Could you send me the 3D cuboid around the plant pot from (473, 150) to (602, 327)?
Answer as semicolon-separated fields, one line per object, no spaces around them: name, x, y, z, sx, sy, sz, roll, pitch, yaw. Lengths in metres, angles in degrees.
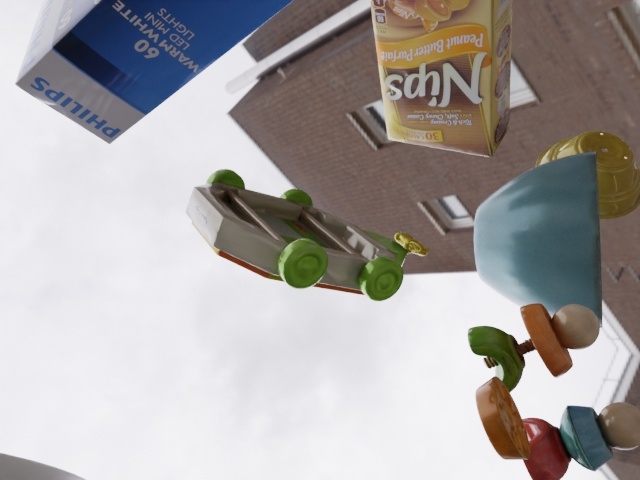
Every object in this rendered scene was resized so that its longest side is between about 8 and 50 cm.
plant pot;0.373;0.002;1.094;0.290;0.196;0.289;-2;-90;-66

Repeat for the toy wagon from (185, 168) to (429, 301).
toy wagon;0.000;0.000;0.860;0.345;0.267;0.068;13;-73;-35

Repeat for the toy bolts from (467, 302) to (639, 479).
toy bolts;0.309;0.208;0.808;0.228;0.159;0.218;59;-158;-12

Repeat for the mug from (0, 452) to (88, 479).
mug;-0.417;0.462;0.801;0.374;0.276;0.327;27;-108;-37

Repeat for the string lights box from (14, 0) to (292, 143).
string lights box;-0.072;-0.185;0.398;0.077;0.260;0.133;35;-141;-40

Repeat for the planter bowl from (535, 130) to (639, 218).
planter bowl;0.553;-0.153;1.278;0.217;0.090;0.217;1;-126;-1

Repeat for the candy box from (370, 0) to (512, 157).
candy box;0.180;-0.285;0.943;0.087;0.183;0.316;-52;-36;-35
